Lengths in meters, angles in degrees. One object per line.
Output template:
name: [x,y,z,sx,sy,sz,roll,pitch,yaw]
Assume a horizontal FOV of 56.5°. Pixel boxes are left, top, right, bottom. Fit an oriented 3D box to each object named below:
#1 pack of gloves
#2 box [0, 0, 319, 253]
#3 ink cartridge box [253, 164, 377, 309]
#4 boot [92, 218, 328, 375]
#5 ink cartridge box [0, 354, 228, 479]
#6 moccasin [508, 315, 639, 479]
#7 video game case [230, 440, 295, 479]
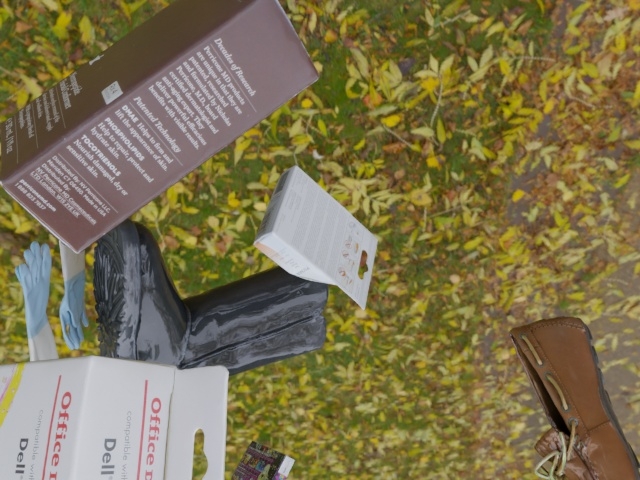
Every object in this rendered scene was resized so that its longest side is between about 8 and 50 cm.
pack of gloves: [-0.435,0.094,0.953,0.046,0.195,0.232,4,106,1]
box: [-0.214,-0.178,0.770,0.381,0.191,0.143,-36,130,-3]
ink cartridge box: [0.000,0.000,0.836,0.045,0.145,0.179,-28,122,35]
boot: [-0.167,0.097,1.085,0.445,0.146,0.367,-10,126,-35]
ink cartridge box: [-0.267,0.230,0.609,0.354,0.207,0.119,-12,157,30]
moccasin: [0.374,0.299,0.885,0.147,0.380,0.139,-12,157,5]
video game case: [-0.186,0.692,1.693,0.042,0.210,0.232,37,156,-21]
